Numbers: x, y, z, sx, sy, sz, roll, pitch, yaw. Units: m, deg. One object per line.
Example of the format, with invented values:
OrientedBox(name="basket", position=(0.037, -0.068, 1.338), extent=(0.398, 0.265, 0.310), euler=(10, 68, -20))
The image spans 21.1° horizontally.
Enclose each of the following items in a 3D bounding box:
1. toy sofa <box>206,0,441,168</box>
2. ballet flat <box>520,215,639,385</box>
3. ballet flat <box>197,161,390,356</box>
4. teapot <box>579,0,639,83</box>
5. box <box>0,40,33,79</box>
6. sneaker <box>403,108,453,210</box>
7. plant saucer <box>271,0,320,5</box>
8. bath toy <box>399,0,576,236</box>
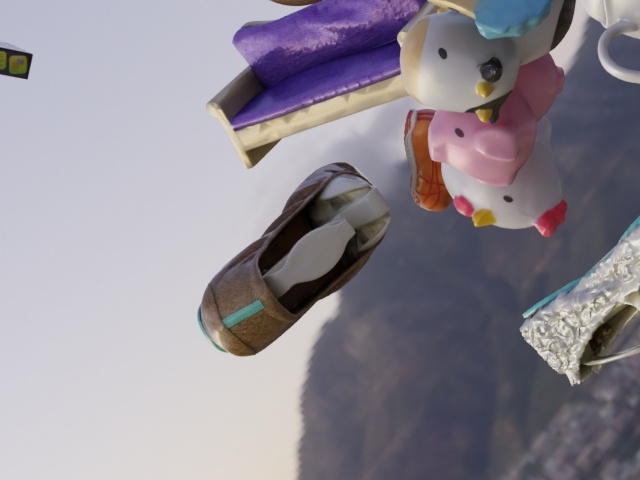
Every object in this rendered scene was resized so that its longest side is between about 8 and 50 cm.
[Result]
OrientedBox(name="toy sofa", position=(0.016, -0.248, 2.429), extent=(0.363, 0.177, 0.150), euler=(-16, 22, 34))
OrientedBox(name="ballet flat", position=(0.406, 0.054, 2.117), extent=(0.147, 0.147, 0.409), euler=(-45, -1, -42))
OrientedBox(name="ballet flat", position=(0.000, 0.000, 1.799), extent=(0.124, 0.116, 0.342), euler=(-31, 6, 41))
OrientedBox(name="teapot", position=(0.402, -0.360, 2.246), extent=(0.187, 0.252, 0.256), euler=(-18, 21, 3))
OrientedBox(name="box", position=(-0.488, -0.252, 2.224), extent=(0.114, 0.207, 0.036), euler=(28, 106, 61))
OrientedBox(name="sneaker", position=(0.132, -0.080, 1.863), extent=(0.175, 0.067, 0.064), euler=(70, -150, -62))
OrientedBox(name="plant saucer", position=(-0.038, -0.376, 2.194), extent=(0.168, 0.168, 0.029), euler=(-55, 4, 26))
OrientedBox(name="bath toy", position=(0.140, -0.111, 1.352), extent=(0.151, 0.129, 0.348), euler=(-28, -29, -8))
